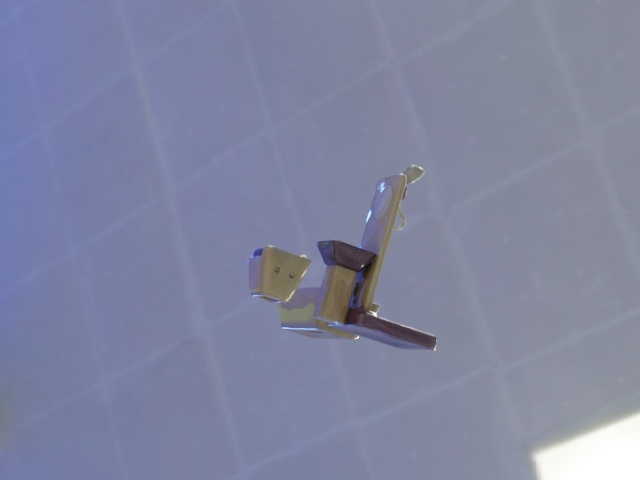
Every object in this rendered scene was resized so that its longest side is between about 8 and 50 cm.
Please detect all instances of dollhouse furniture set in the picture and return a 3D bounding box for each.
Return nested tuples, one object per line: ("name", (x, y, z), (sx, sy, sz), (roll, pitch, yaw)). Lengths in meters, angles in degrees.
("dollhouse furniture set", (0.000, 0.000, 0.645), (0.114, 0.091, 0.081), (-8, -115, 66))
